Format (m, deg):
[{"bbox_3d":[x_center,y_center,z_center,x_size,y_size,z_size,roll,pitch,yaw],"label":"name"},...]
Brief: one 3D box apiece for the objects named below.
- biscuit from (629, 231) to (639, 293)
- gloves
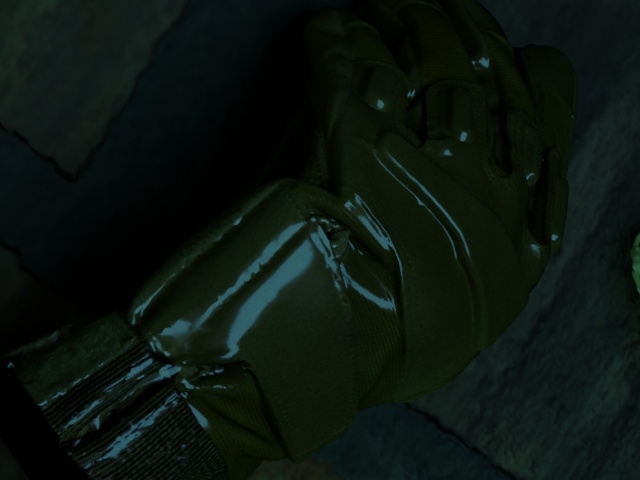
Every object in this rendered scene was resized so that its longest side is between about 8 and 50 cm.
[{"bbox_3d":[0.228,0.055,0.988,0.082,0.070,0.168,-38,125,-21],"label":"biscuit"},{"bbox_3d":[0.008,0.005,0.753,0.331,0.141,0.154,-39,121,-25],"label":"gloves"}]
